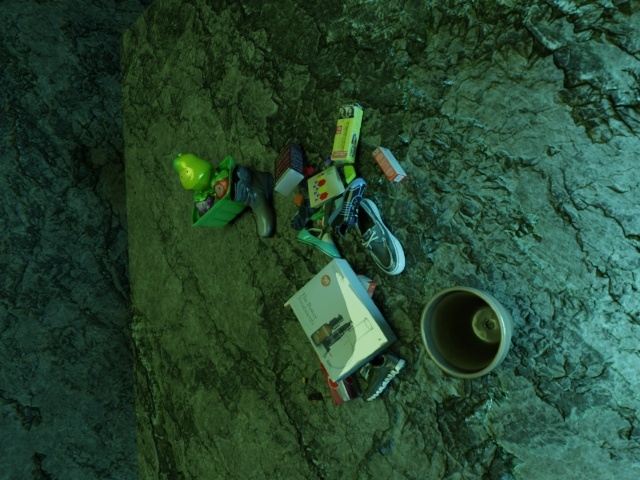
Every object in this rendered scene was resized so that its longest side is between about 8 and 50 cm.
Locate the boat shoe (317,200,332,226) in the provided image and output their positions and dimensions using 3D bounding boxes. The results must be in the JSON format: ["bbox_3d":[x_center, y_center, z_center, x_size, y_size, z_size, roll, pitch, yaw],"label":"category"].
[{"bbox_3d":[0.015,-0.126,1.918,0.043,0.049,0.137,19,106,44],"label":"boat shoe"}]

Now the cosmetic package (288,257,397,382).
[{"bbox_3d":[0.074,0.302,1.720,0.284,0.097,0.377,-43,63,20],"label":"cosmetic package"}]

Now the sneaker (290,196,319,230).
[{"bbox_3d":[-0.059,-0.135,1.948,0.080,0.081,0.211,40,127,-7],"label":"sneaker"}]

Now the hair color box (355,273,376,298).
[{"bbox_3d":[0.149,0.225,1.775,0.093,0.053,0.167,28,108,39],"label":"hair color box"}]

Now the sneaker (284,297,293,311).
[{"bbox_3d":[-0.094,0.272,2.009,0.158,0.061,0.065,-38,91,36],"label":"sneaker"}]

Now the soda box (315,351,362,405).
[{"bbox_3d":[0.067,0.520,1.812,0.083,0.092,0.263,-39,64,34],"label":"soda box"}]

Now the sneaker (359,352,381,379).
[{"bbox_3d":[0.189,0.468,1.729,0.059,0.053,0.144,34,110,41],"label":"sneaker"}]

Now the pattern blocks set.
[{"bbox_3d":[0.017,-0.223,1.841,0.285,0.026,0.325,-19,49,26],"label":"pattern blocks set"}]

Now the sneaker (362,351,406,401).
[{"bbox_3d":[0.213,0.502,1.672,0.106,0.078,0.234,39,112,11],"label":"sneaker"}]

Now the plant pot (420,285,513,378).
[{"bbox_3d":[0.470,0.262,1.356,0.263,0.229,0.263,-1,88,43],"label":"plant pot"}]

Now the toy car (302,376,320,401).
[{"bbox_3d":[-0.035,0.652,1.954,0.041,0.060,0.122,76,174,-48],"label":"toy car"}]

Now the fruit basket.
[{"bbox_3d":[-0.566,-0.268,2.234,0.392,0.392,0.283,-34,47,37],"label":"fruit basket"}]

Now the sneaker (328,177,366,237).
[{"bbox_3d":[0.114,-0.116,1.658,0.090,0.081,0.232,54,129,34],"label":"sneaker"}]

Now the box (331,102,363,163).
[{"bbox_3d":[0.108,-0.431,1.811,0.087,0.058,0.232,8,86,40],"label":"box"}]

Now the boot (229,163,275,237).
[{"bbox_3d":[-0.334,-0.179,2.122,0.118,0.222,0.338,-12,80,41],"label":"boot"}]

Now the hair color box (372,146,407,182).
[{"bbox_3d":[0.259,-0.285,1.680,0.043,0.072,0.141,-45,59,32],"label":"hair color box"}]

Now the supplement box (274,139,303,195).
[{"bbox_3d":[-0.140,-0.324,1.983,0.130,0.073,0.239,-44,33,33],"label":"supplement box"}]

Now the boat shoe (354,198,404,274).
[{"bbox_3d":[0.196,-0.015,1.695,0.121,0.119,0.335,-45,60,32],"label":"boat shoe"}]

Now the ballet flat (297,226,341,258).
[{"bbox_3d":[0.000,0.000,1.907,0.247,0.083,0.087,25,91,39],"label":"ballet flat"}]
